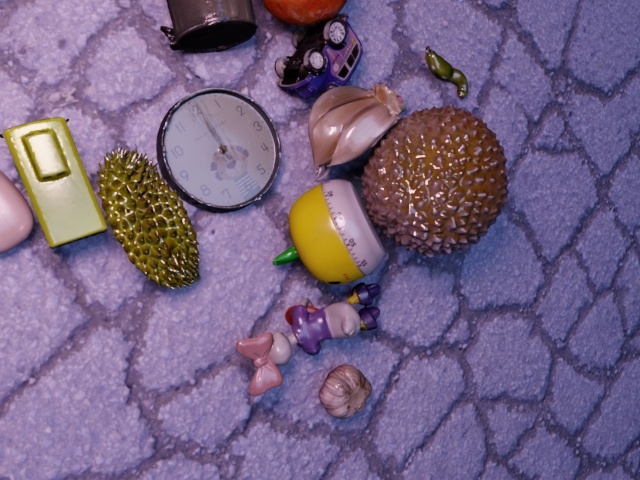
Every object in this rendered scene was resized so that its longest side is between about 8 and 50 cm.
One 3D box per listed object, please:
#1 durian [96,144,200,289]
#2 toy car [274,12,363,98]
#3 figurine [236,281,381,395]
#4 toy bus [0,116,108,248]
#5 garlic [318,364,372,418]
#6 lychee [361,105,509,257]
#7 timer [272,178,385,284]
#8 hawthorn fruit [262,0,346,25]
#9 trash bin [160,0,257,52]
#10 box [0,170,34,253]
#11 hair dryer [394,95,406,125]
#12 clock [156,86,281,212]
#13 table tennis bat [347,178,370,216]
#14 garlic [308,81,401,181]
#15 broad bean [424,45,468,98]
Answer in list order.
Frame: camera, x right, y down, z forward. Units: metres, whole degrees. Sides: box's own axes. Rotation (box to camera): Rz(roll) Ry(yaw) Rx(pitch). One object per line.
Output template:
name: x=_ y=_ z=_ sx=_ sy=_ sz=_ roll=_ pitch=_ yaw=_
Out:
durian: x=-0.380 y=-0.045 z=1.126 sx=0.158 sy=0.169 sz=0.355 roll=-25 pitch=99 yaw=-18
toy car: x=0.001 y=-0.467 z=1.335 sx=0.158 sy=0.172 sz=0.235 roll=39 pitch=76 yaw=-35
figurine: x=-0.013 y=0.234 z=1.287 sx=0.421 sy=0.193 sz=0.154 roll=-19 pitch=101 yaw=-21
toy bus: x=-0.546 y=-0.123 z=1.051 sx=0.128 sy=0.150 sz=0.262 roll=-22 pitch=100 yaw=-24
garlic: x=0.063 y=0.406 z=1.369 sx=0.159 sy=0.102 sz=0.147 roll=7 pitch=91 yaw=-44
lychee: x=0.295 y=-0.147 z=1.312 sx=0.432 sy=0.380 sz=0.380 roll=-42 pitch=108 yaw=-48
timer: x=0.000 y=0.000 z=1.287 sx=0.285 sy=0.285 sz=0.285 roll=1 pitch=88 yaw=-27
hawthorn fruit: x=-0.025 y=-0.637 z=1.243 sx=0.272 sy=0.242 sz=0.241 roll=-21 pitch=100 yaw=-67
trash bin: x=-0.267 y=-0.615 z=1.174 sx=0.252 sy=0.203 sz=0.301 roll=-11 pitch=95 yaw=2
box: x=-0.679 y=-0.069 z=1.018 sx=0.146 sy=0.088 sz=0.200 roll=-41 pitch=107 yaw=-23
hair dryer: x=0.223 y=-0.340 z=1.503 sx=0.106 sy=0.054 sz=0.154 roll=-35 pitch=108 yaw=-19
clock: x=-0.243 y=-0.223 z=1.257 sx=0.313 sy=0.061 sz=0.312 roll=0 pitch=89 yaw=-27
table tennis bat: x=0.121 y=-0.078 z=1.451 sx=0.124 sy=0.033 sz=0.201 roll=-25 pitch=97 yaw=-23
garlic: x=0.078 y=-0.279 z=1.307 sx=0.292 sy=0.237 sz=0.210 roll=-34 pitch=138 yaw=12
broad bean: x=0.393 y=-0.527 z=1.590 sx=0.214 sy=0.048 sz=0.070 roll=36 pitch=73 yaw=-24
